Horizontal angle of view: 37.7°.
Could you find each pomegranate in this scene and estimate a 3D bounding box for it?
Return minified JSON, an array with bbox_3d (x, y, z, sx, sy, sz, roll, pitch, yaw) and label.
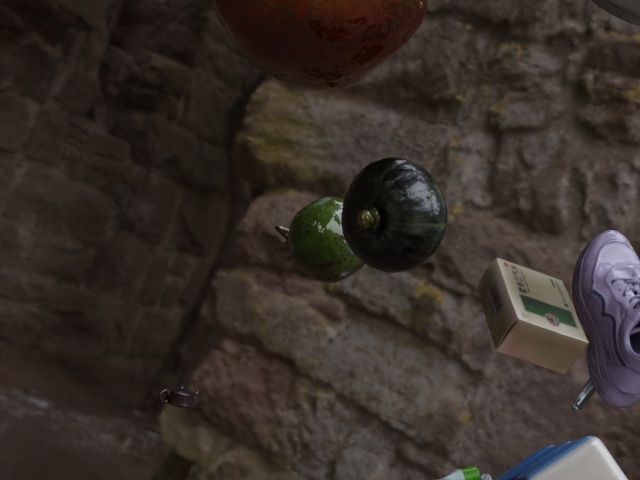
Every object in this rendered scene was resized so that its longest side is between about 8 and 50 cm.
[{"bbox_3d":[0.000,0.000,1.971,0.181,0.181,0.224,22,-16,-35],"label":"pomegranate"}]

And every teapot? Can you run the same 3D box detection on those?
[{"bbox_3d":[-0.298,0.324,1.966,0.100,0.045,0.068,13,-3,-44],"label":"teapot"}]

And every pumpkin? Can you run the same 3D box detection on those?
[{"bbox_3d":[0.105,-0.037,1.348,0.167,0.167,0.125,18,-7,46],"label":"pumpkin"}]

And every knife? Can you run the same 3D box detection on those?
[{"bbox_3d":[0.541,0.187,1.626,0.053,0.278,0.123,50,-29,18],"label":"knife"}]

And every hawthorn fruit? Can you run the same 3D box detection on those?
[{"bbox_3d":[-0.013,-0.442,1.661,0.403,0.403,0.403,20,-2,1],"label":"hawthorn fruit"}]

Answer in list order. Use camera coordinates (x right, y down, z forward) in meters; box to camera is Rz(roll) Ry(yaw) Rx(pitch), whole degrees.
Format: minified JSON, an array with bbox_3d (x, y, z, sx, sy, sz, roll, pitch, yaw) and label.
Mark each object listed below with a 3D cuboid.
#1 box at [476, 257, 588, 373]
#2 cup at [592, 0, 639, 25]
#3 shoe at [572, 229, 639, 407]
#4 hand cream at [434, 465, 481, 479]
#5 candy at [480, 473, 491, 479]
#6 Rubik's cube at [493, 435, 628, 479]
[{"bbox_3d":[0.423,0.149,1.898,0.168,0.095,0.212,17,31,-14],"label":"box"},{"bbox_3d":[0.690,-0.578,2.038,0.347,0.163,0.347,18,34,-12],"label":"cup"},{"bbox_3d":[0.414,0.093,1.259,0.095,0.245,0.137,4,-21,-13],"label":"shoe"},{"bbox_3d":[0.214,0.543,2.050,0.275,0.079,0.050,-9,33,-10],"label":"hand cream"},{"bbox_3d":[0.274,0.487,1.531,0.124,0.124,0.365,19,-38,30],"label":"candy"},{"bbox_3d":[0.256,0.431,1.094,0.291,0.291,0.290,55,-8,14],"label":"Rubik's cube"}]
